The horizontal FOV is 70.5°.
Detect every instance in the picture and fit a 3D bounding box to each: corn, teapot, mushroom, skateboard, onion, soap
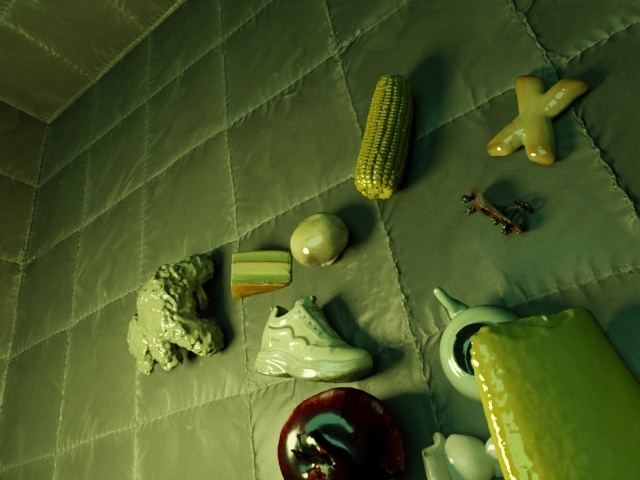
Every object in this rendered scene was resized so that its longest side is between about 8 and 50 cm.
[{"bbox_3d":[0.176,-0.277,1.195,0.131,0.131,0.345,2,72,37],"label":"corn"},{"bbox_3d":[0.326,0.221,0.881,0.193,0.129,0.294,-41,53,17],"label":"teapot"},{"bbox_3d":[0.000,0.000,1.219,0.166,0.127,0.166,-20,39,18],"label":"mushroom"},{"bbox_3d":[0.394,-0.070,1.003,0.080,0.067,0.151,-48,56,-2],"label":"skateboard"},{"bbox_3d":[0.034,0.441,0.922,0.272,0.285,0.273,-3,80,15],"label":"onion"},{"bbox_3d":[0.419,0.323,0.711,0.115,0.305,0.428,108,155,-52],"label":"soap"}]

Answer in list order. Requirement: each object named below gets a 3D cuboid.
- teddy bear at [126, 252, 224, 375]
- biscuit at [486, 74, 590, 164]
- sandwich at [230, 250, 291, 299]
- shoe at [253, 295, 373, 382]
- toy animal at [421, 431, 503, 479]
[{"bbox_3d":[-0.491,0.254,1.455,0.367,0.224,0.358,-41,53,35],"label":"teddy bear"},{"bbox_3d":[0.485,-0.277,1.022,0.164,0.047,0.208,22,85,39],"label":"biscuit"},{"bbox_3d":[-0.181,0.107,1.377,0.187,0.144,0.117,-1,67,-2],"label":"sandwich"},{"bbox_3d":[-0.023,0.240,1.128,0.341,0.132,0.211,-7,70,38],"label":"shoe"},{"bbox_3d":[0.303,0.408,0.854,0.220,0.131,0.104,-18,88,3],"label":"toy animal"}]
